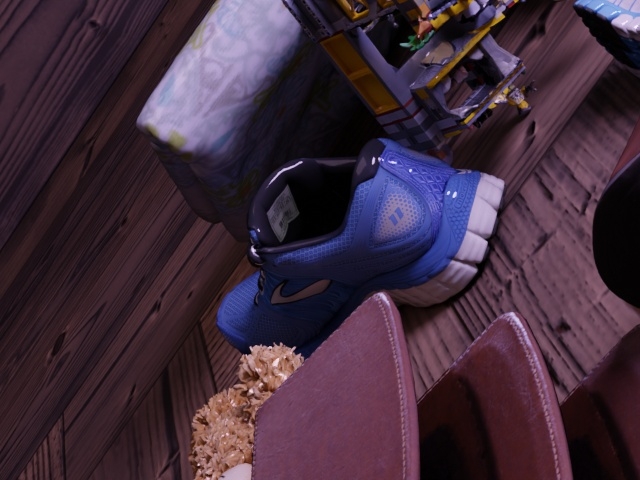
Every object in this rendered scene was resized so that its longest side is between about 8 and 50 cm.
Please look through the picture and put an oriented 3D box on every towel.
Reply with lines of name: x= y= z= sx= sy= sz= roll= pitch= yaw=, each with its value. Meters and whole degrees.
towel: x=-0.021 y=-0.169 z=1.633 sx=0.320 sy=0.090 sz=0.374 roll=-58 pitch=-11 yaw=-8

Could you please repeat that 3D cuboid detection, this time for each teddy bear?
teddy bear: x=-0.058 y=0.191 z=1.318 sx=0.245 sy=0.113 sz=0.338 roll=-58 pitch=17 yaw=6

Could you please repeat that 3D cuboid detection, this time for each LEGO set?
LEGO set: x=0.146 y=-0.198 z=1.345 sx=0.331 sy=0.192 sz=0.255 roll=-48 pitch=16 yaw=-32

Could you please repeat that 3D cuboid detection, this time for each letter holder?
letter holder: x=0.083 y=0.139 z=0.937 sx=0.214 sy=0.152 sz=0.302 roll=-48 pitch=18 yaw=21

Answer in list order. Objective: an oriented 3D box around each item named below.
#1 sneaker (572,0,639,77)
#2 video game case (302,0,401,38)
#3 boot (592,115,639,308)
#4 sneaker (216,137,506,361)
sneaker: x=0.236 y=-0.151 z=1.193 sx=0.083 sy=0.071 sz=0.190 roll=-49 pitch=22 yaw=-5
video game case: x=0.092 y=-0.314 z=1.461 sx=0.248 sy=0.035 sz=0.275 roll=-29 pitch=-41 yaw=-37
boot: x=0.243 y=-0.124 z=1.029 sx=0.280 sy=0.096 sz=0.264 roll=-57 pitch=-25 yaw=-44
sneaker: x=0.000 y=0.000 z=1.422 sx=0.330 sy=0.147 sz=0.130 roll=-36 pitch=27 yaw=51
